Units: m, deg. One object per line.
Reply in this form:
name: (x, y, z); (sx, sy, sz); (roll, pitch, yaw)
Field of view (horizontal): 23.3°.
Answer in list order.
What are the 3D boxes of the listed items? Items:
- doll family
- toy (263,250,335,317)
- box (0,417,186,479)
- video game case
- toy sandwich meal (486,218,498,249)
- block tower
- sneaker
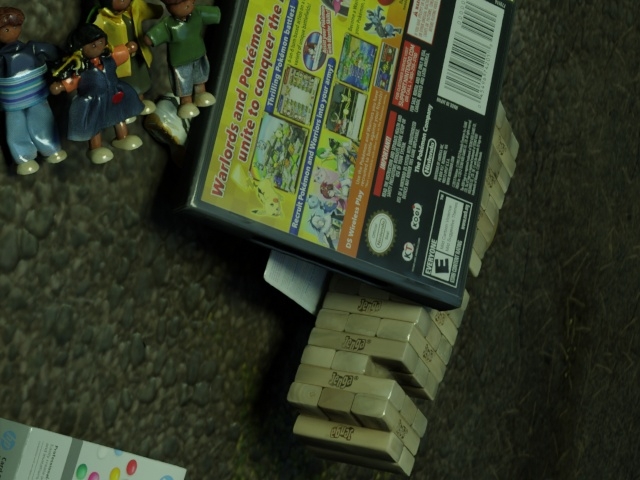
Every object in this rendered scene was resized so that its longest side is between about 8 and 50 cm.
doll family: (-0.152, -0.122, 1.049); (0.193, 0.076, 0.111); (-37, 133, -42)
toy: (0.000, 0.000, 1.323); (0.237, 0.056, 0.137); (37, 64, -59)
box: (-0.184, 0.217, 1.125); (0.186, 0.038, 0.145); (30, 74, -56)
video game case: (0.027, -0.111, 1.216); (0.248, 0.035, 0.275); (21, 71, -26)
toy sandwich meal: (0.152, -0.021, 1.568); (0.085, 0.029, 0.085); (-31, 128, -49)
block tower: (0.076, 0.022, 1.311); (0.091, 0.097, 0.335); (53, 51, -54)
sneaker: (-0.099, -0.079, 1.174); (0.037, 0.032, 0.083); (-63, 144, -23)
